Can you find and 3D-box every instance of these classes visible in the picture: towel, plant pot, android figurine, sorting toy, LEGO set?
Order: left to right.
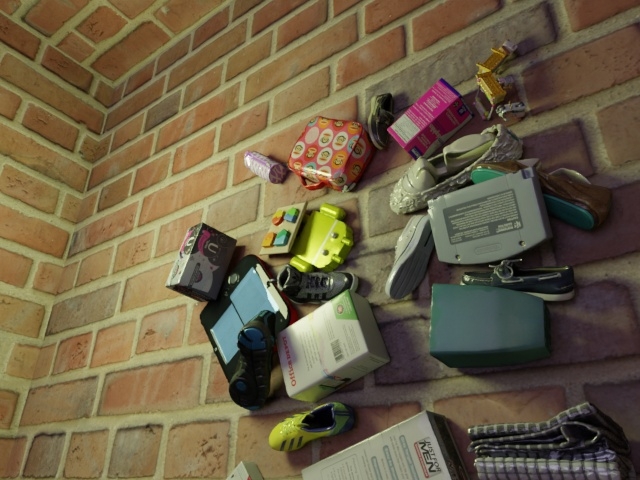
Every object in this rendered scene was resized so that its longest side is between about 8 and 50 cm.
[{"bbox_3d":[-0.134,-0.043,1.728,0.208,0.038,0.193,-11,54,54],"label":"sorting toy"},{"bbox_3d":[0.000,0.000,1.631,0.273,0.056,0.248,28,86,47],"label":"android figurine"},{"bbox_3d":[0.389,0.198,1.131,0.234,0.166,0.165,-5,64,30],"label":"plant pot"},{"bbox_3d":[0.503,-0.452,1.445,0.132,0.107,0.287,3,60,4],"label":"LEGO set"},{"bbox_3d":[0.422,0.383,0.909,0.235,0.284,0.121,-17,56,32],"label":"towel"}]

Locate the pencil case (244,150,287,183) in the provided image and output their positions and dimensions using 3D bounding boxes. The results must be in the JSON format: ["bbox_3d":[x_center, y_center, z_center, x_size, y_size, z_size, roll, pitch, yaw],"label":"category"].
[{"bbox_3d":[-0.218,-0.287,1.943,0.206,0.088,0.086,31,87,46],"label":"pencil case"}]

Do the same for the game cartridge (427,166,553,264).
[{"bbox_3d":[0.411,-0.045,1.236,0.297,0.062,0.198,-17,87,47],"label":"game cartridge"}]

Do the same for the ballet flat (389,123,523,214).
[{"bbox_3d":[0.350,-0.210,1.395,0.409,0.147,0.147,-26,53,29],"label":"ballet flat"}]

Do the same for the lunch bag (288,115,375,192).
[{"bbox_3d":[0.025,-0.286,1.715,0.293,0.120,0.258,25,85,44],"label":"lunch bag"}]

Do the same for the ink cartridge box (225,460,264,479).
[{"bbox_3d":[-0.229,0.729,1.424,0.150,0.063,0.109,-51,45,6],"label":"ink cartridge box"}]

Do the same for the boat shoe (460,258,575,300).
[{"bbox_3d":[0.451,0.085,1.160,0.254,0.095,0.079,4,110,40],"label":"boat shoe"}]

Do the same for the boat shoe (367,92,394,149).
[{"bbox_3d":[0.207,-0.405,1.655,0.073,0.080,0.223,-22,50,36],"label":"boat shoe"}]

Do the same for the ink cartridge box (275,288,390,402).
[{"bbox_3d":[0.027,0.301,1.401,0.278,0.117,0.201,-35,49,21],"label":"ink cartridge box"}]

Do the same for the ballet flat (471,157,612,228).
[{"bbox_3d":[0.543,-0.139,1.222,0.124,0.116,0.342,-44,43,-15],"label":"ballet flat"}]

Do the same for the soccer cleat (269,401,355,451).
[{"bbox_3d":[-0.042,0.499,1.349,0.289,0.121,0.093,-28,53,27],"label":"soccer cleat"}]

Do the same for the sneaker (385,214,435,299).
[{"bbox_3d":[0.247,0.044,1.388,0.258,0.094,0.091,-59,27,-8],"label":"sneaker"}]

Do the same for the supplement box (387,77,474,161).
[{"bbox_3d":[0.330,-0.356,1.503,0.220,0.111,0.114,-42,48,16],"label":"supplement box"}]

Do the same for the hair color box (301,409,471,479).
[{"bbox_3d":[0.146,0.564,1.164,0.374,0.113,0.185,-35,50,22],"label":"hair color box"}]

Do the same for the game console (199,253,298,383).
[{"bbox_3d":[-0.259,0.264,1.703,0.342,0.060,0.386,-48,45,9],"label":"game console"}]

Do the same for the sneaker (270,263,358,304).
[{"bbox_3d":[-0.027,0.130,1.512,0.268,0.153,0.101,-12,61,35],"label":"sneaker"}]

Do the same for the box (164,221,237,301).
[{"bbox_3d":[-0.440,0.082,1.846,0.142,0.163,0.247,-15,52,51],"label":"box"}]

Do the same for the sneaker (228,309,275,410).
[{"bbox_3d":[-0.187,0.368,1.507,0.125,0.139,0.341,18,118,8],"label":"sneaker"}]
